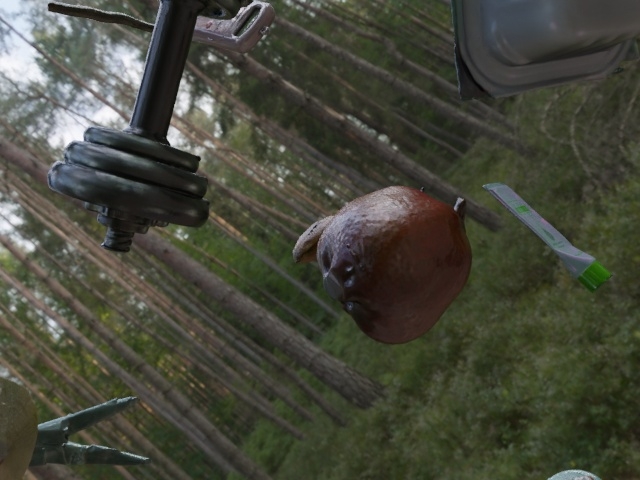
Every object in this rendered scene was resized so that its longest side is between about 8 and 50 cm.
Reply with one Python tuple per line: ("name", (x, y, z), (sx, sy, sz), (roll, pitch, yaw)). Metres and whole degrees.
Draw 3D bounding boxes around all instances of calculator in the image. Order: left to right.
("calculator", (-0.153, -0.365, 1.108), (0.100, 0.175, 0.032), (-57, -32, -16))

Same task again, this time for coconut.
("coconut", (-0.363, 0.200, 0.652), (0.147, 0.152, 0.147), (11, -104, -51))

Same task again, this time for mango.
("mango", (-0.001, -0.004, 1.612), (0.159, 0.084, 0.105), (-24, 0, -5))

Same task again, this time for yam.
("yam", (-0.425, -0.449, 1.336), (0.234, 0.029, 0.027), (4, -81, -28))

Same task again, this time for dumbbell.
("dumbbell", (-0.171, -0.185, 0.721), (0.179, 0.179, 0.407), (9, -82, -71))

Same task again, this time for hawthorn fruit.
("hawthorn fruit", (0.143, 0.043, 1.267), (0.311, 0.295, 0.295), (-11, -42, -37))

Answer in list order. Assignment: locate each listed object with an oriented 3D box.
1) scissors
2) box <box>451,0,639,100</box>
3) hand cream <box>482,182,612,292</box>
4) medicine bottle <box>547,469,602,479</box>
("scissors", (-0.404, 0.263, 0.851), (0.029, 0.383, 0.256), (-75, -26, -73))
("box", (0.253, -0.325, 0.661), (0.264, 0.106, 0.337), (-15, -76, -22))
("hand cream", (0.419, -0.016, 1.236), (0.050, 0.275, 0.079), (-44, -22, 6))
("medicine bottle", (0.268, 0.312, 0.623), (0.083, 0.229, 0.121), (-22, 26, 18))
